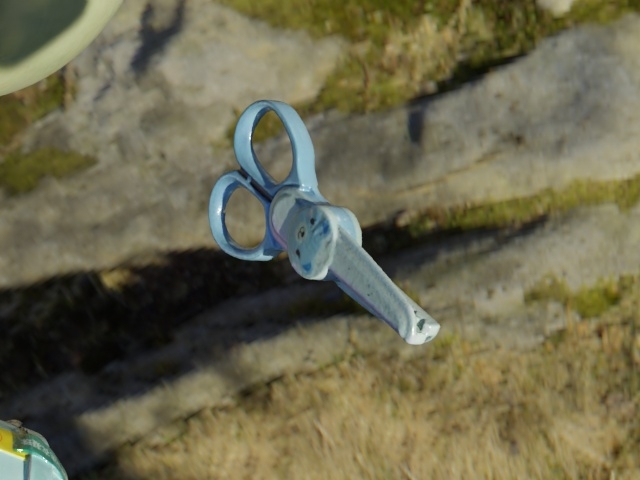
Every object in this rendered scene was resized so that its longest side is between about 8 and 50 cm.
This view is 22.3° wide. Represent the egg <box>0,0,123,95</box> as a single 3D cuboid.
[{"bbox_3d":[-0.248,-0.219,1.194,0.218,0.218,0.295,24,34,25],"label":"egg"}]

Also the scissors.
[{"bbox_3d":[0.000,0.000,1.173,0.256,0.030,0.125,44,119,42],"label":"scissors"}]

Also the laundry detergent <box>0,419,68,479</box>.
[{"bbox_3d":[-0.372,0.252,1.320,0.305,0.287,0.287,25,59,-22],"label":"laundry detergent"}]
